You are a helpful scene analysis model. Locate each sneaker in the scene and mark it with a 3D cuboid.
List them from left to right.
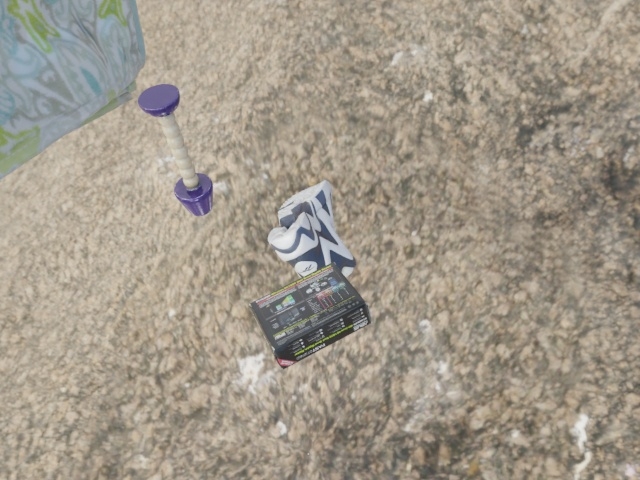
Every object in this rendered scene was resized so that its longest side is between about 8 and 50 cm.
[{"bbox_3d":[0.000,0.000,0.935,0.094,0.235,0.153,-25,110,17],"label":"sneaker"}]

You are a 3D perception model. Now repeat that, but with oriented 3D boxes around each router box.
[{"bbox_3d":[-0.014,0.087,0.647,0.122,0.038,0.092,-25,38,-10],"label":"router box"}]

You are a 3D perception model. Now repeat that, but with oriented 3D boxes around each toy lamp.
[{"bbox_3d":[-0.256,-0.151,0.994,0.080,0.274,0.080,-5,50,5],"label":"toy lamp"}]

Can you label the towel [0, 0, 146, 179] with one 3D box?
[{"bbox_3d":[-0.241,-0.246,0.379,0.090,0.374,0.320,3,31,8],"label":"towel"}]
